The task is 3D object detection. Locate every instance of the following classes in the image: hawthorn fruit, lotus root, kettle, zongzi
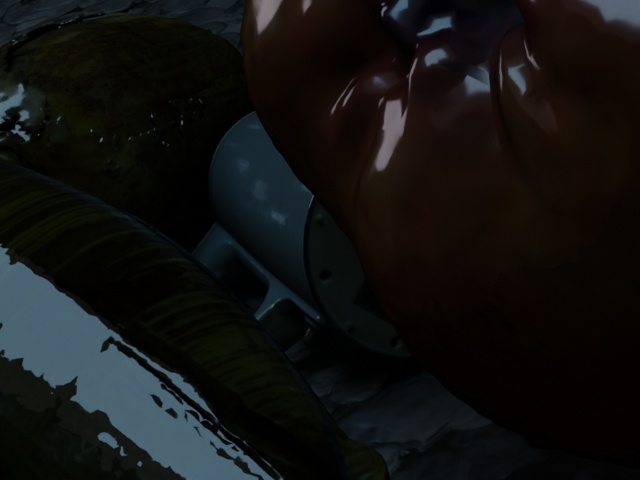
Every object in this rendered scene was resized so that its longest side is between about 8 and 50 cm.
[{"bbox_3d":[0.200,-0.097,1.061,0.471,0.472,0.472,-16,26,8],"label":"hawthorn fruit"},{"bbox_3d":[-0.169,-0.071,1.493,0.196,0.179,0.397,24,23,12],"label":"lotus root"},{"bbox_3d":[0.000,0.000,1.353,0.211,0.160,0.243,-55,26,-6],"label":"kettle"},{"bbox_3d":[-0.079,0.115,1.163,0.403,0.432,0.208,30,94,25],"label":"zongzi"}]

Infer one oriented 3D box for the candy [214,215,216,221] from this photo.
[{"bbox_3d":[-0.017,-0.050,1.549,0.061,0.061,0.202,-2,23,33],"label":"candy"}]
